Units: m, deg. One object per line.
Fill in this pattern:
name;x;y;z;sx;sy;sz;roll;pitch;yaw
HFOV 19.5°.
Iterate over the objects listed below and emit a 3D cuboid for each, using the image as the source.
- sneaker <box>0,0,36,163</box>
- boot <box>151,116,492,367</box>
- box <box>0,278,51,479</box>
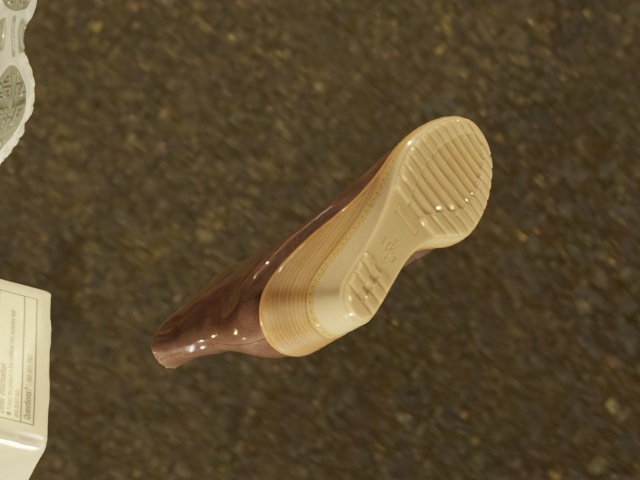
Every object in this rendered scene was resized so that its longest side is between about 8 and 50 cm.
sneaker;-0.326;-0.172;1.709;0.115;0.090;0.232;8;90;26
boot;0.000;0.000;1.403;0.207;0.090;0.248;-13;26;44
box;-0.331;0.078;1.140;0.148;0.311;0.121;-96;29;-50
